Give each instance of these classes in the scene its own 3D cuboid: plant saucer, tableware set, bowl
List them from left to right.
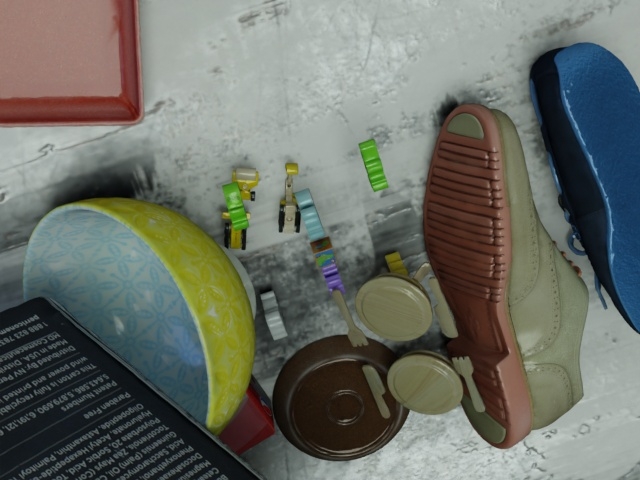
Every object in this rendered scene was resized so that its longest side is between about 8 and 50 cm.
[{"bbox_3d":[-0.309,-0.243,1.058,0.259,0.047,0.258,-1,109,-5],"label":"plant saucer"},{"bbox_3d":[-0.161,0.077,1.112,0.156,0.290,0.289,-26,125,-45],"label":"bowl"},{"bbox_3d":[0.028,0.193,1.258,0.169,0.029,0.168,-2,110,-6],"label":"plant saucer"},{"bbox_3d":[0.103,0.111,1.181,0.128,0.039,0.194,-8,120,26],"label":"tableware set"}]

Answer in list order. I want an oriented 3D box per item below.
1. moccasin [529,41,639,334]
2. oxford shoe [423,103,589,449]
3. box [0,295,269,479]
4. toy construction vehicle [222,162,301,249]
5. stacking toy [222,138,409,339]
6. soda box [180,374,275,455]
[{"bbox_3d":[0.326,-0.058,1.162,0.138,0.117,0.341,-22,106,-11],"label":"moccasin"},{"bbox_3d":[0.214,0.031,1.187,0.147,0.140,0.396,-18,115,-23],"label":"oxford shoe"},{"bbox_3d":[-0.249,0.399,0.994,0.472,0.297,0.479,35,123,18],"label":"box"},{"bbox_3d":[-0.065,-0.039,1.166,0.086,0.035,0.098,-1,118,-5],"label":"toy construction vehicle"},{"bbox_3d":[0.000,0.000,1.149,0.167,0.052,0.221,-18,128,0],"label":"stacking toy"},{"bbox_3d":[-0.186,0.235,1.220,0.263,0.083,0.092,-32,110,5],"label":"soda box"}]
